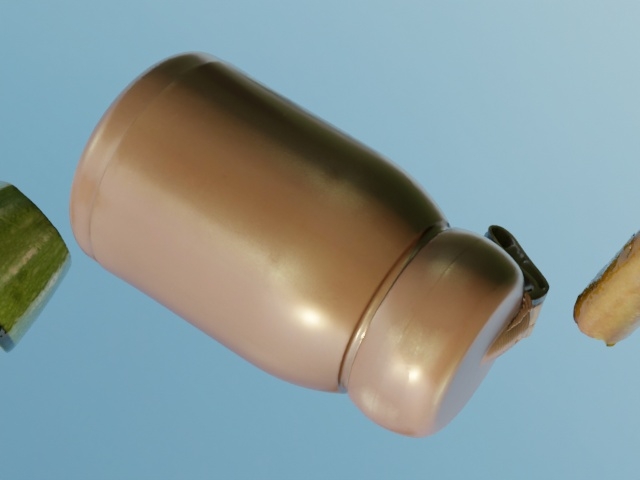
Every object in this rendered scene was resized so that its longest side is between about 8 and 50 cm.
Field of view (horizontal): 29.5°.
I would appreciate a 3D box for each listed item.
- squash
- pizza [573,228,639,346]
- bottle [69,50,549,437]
[{"bbox_3d":[-0.342,0.022,1.266,0.170,0.170,0.123,47,-112,-3],"label":"squash"},{"bbox_3d":[0.194,-0.014,0.510,0.176,0.185,0.036,8,-134,-55],"label":"pizza"},{"bbox_3d":[0.000,0.000,0.838,0.297,0.173,0.206,31,-145,20],"label":"bottle"}]
